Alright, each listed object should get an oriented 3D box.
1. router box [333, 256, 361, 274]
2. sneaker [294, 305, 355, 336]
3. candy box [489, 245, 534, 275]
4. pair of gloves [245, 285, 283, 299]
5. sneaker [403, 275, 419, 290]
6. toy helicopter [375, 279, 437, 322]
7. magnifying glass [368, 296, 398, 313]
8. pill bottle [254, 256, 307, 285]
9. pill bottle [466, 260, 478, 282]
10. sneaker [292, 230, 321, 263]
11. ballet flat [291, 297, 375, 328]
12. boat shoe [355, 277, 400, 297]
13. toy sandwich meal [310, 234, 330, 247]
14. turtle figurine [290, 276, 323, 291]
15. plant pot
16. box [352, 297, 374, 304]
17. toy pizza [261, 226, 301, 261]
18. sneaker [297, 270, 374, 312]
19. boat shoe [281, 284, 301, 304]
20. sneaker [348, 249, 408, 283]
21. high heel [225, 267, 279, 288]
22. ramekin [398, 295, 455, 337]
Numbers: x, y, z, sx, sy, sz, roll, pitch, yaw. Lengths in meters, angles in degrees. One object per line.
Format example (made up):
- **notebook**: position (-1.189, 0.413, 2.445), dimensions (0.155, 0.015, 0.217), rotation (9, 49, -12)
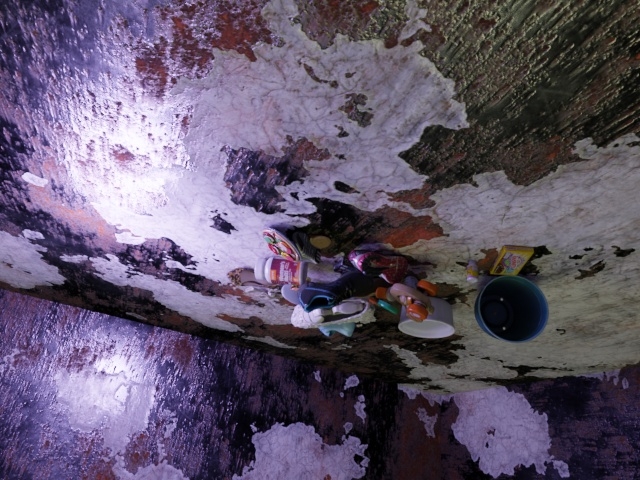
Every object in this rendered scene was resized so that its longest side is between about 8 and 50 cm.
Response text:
- **router box**: position (0.133, 0.124, 1.902), dimensions (0.122, 0.038, 0.092), rotation (19, 149, -18)
- **sneaker**: position (0.011, 0.411, 2.180), dimensions (0.365, 0.150, 0.135), rotation (3, 179, 39)
- **candy box**: position (0.736, 0.080, 1.655), dimensions (0.105, 0.027, 0.206), rotation (2, 151, 7)
- **pair of gloves**: position (-0.255, 0.282, 2.272), dimensions (0.240, 0.042, 0.204), rotation (-11, 156, 34)
- **sneaker**: position (0.431, 0.246, 1.989), dimensions (0.085, 0.086, 0.237), rotation (-4, 150, 20)
- **toy helicopter**: position (0.377, 0.275, 1.846), dimensions (0.234, 0.140, 0.355), rotation (16, 158, 26)
- **magnifying glass**: position (0.267, 0.277, 1.862), dimensions (0.092, 0.026, 0.231), rotation (31, 172, -15)
- **pill bottle**: position (-0.176, 0.136, 1.929), dimensions (0.221, 0.121, 0.121), rotation (3, 151, 10)
- **pill bottle**: position (0.609, 0.124, 1.713), dimensions (0.043, 0.083, 0.043), rotation (7, 151, 4)
- **sneaker**: position (-0.098, 0.039, 1.771), dimensions (0.132, 0.086, 0.229), rotation (-2, 151, 25)
- **ballet flat**: position (0.050, 0.327, 2.011), dimensions (0.408, 0.147, 0.147), rotation (-9, 149, 6)
- **boat shoe**: position (0.228, 0.217, 1.976), dimensions (0.284, 0.105, 0.089), rotation (0, 168, 14)
- **toy sandwich meal**: position (0.000, 0.000, 1.729), dimensions (0.085, 0.029, 0.086), rotation (1, 143, 0)
- **turtle figurine**: position (-0.016, 0.244, 2.010), dimensions (0.269, 0.087, 0.217), rotation (8, -172, -8)
- **plant pot**: position (0.781, 0.304, 1.827), dimensions (0.271, 0.272, 0.255), rotation (6, 165, 7)
- **box**: position (0.183, 0.349, 2.244), dimensions (0.130, 0.091, 0.170), rotation (18, 151, -15)
- **toy pizza**: position (-0.164, 0.026, 1.730), dimensions (0.201, 0.032, 0.201), rotation (33, 156, 16)
- **sneaker**: position (0.075, 0.233, 1.840), dimensions (0.340, 0.140, 0.125), rotation (-16, 118, -1)
- **boat shoe**: position (-0.062, 0.276, 2.172), dimensions (0.306, 0.113, 0.105), rotation (7, 169, -24)
- **sneaker**: position (0.247, 0.092, 1.757), dimensions (0.299, 0.121, 0.112), rotation (20, -173, -39)
- **high heel**: position (-0.316, 0.182, 2.071), dimensions (0.186, 0.093, 0.261), rotation (-1, 167, 30)
- **ramekin**: position (0.536, 0.387, 2.161), dimensions (0.276, 0.135, 0.277), rotation (7, 152, 4)
